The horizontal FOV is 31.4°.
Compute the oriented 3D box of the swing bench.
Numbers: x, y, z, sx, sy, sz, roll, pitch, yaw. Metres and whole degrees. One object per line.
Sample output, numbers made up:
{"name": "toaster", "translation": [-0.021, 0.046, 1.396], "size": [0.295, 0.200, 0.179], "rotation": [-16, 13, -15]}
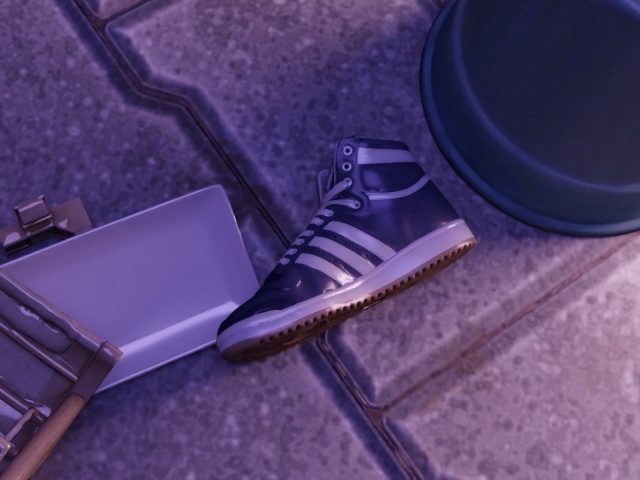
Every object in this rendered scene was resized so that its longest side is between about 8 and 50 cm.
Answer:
{"name": "swing bench", "translation": [-0.346, 0.129, 0.924], "size": [0.253, 0.165, 0.255], "rotation": [37, 46, -4]}

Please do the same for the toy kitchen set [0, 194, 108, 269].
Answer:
{"name": "toy kitchen set", "translation": [-0.254, 0.003, 1.078], "size": [0.083, 0.068, 0.075], "rotation": [-24, 75, -14]}

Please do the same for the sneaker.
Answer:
{"name": "sneaker", "translation": [0.000, 0.000, 1.090], "size": [0.282, 0.099, 0.153], "rotation": [-25, 79, -24]}

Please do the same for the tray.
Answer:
{"name": "tray", "translation": [-0.194, 0.058, 1.067], "size": [0.270, 0.030, 0.145], "rotation": [-22, 99, -14]}

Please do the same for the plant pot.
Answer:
{"name": "plant pot", "translation": [0.297, -0.219, 1.087], "size": [0.341, 0.334, 0.341], "rotation": [3, 70, -7]}
